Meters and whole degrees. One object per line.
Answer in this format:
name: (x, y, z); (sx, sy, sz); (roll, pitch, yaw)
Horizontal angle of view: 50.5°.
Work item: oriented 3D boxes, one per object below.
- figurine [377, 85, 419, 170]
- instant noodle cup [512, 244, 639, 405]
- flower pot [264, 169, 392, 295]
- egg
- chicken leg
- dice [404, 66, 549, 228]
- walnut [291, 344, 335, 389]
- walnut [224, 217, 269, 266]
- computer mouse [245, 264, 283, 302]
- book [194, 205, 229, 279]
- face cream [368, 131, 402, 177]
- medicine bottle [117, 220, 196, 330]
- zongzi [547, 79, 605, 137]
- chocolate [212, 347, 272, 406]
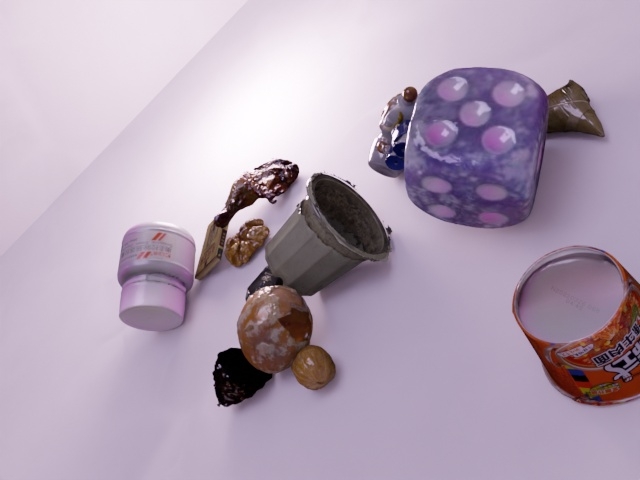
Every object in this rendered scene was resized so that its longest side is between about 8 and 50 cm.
figurine: (0.217, -0.288, 1.713); (0.274, 0.133, 0.193); (-92, 22, -71)
instant noodle cup: (0.468, 0.141, 1.195); (0.251, 0.192, 0.250); (-27, 41, 27)
flower pot: (0.000, 0.000, 1.753); (0.259, 0.290, 0.290); (-40, 36, 28)
egg: (-0.115, 0.225, 1.705); (0.195, 0.195, 0.233); (23, 107, 52)
chicken leg: (-0.210, -0.156, 2.206); (0.323, 0.083, 0.177); (-23, 45, 7)
dice: (0.347, -0.199, 1.499); (0.272, 0.270, 0.270); (10, 67, 20)
walnut: (-0.017, 0.302, 1.623); (0.105, 0.105, 0.124); (-44, 26, 6)
walnut: (-0.240, 0.001, 2.141); (0.170, 0.069, 0.143); (-48, 36, 4)
computer mouse: (-0.139, 0.130, 1.929); (0.106, 0.062, 0.192); (17, 64, 52)
book: (-0.352, 0.004, 2.244); (0.161, 0.026, 0.230); (-41, 32, 44)
face cream: (0.193, -0.239, 1.879); (0.117, 0.117, 0.104); (16, 77, 51)
medicine bottle: (-0.529, 0.117, 2.182); (0.241, 0.241, 0.301); (-23, 53, 30)
zongzi: (0.550, -0.260, 1.582); (0.189, 0.081, 0.178); (-32, 49, 29)
chocolate: (-0.222, 0.372, 1.766); (0.133, 0.156, 0.156); (-66, 30, 24)
